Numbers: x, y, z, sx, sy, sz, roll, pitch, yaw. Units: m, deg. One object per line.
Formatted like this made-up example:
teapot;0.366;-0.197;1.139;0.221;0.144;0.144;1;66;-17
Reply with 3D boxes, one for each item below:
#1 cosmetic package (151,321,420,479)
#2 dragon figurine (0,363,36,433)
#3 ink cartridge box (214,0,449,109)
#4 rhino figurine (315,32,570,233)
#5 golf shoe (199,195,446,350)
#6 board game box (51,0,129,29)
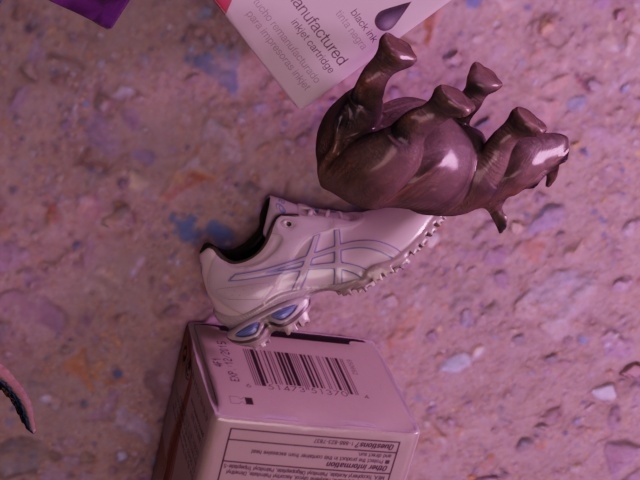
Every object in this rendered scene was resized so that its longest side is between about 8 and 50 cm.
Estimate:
cosmetic package;-0.048;0.221;1.116;0.153;0.129;0.296;8;115;-18
dragon figurine;-0.334;0.072;0.996;0.289;0.085;0.144;33;106;-25
ink cartridge box;0.027;-0.223;0.916;0.237;0.100;0.172;-36;119;7
rhino figurine;0.087;-0.057;0.994;0.106;0.073;0.243;-47;149;23
golf shoe;0.000;0.000;1.051;0.176;0.069;0.086;-29;101;-7
board game box;-0.103;-0.291;0.743;0.208;0.056;0.347;21;111;-42
